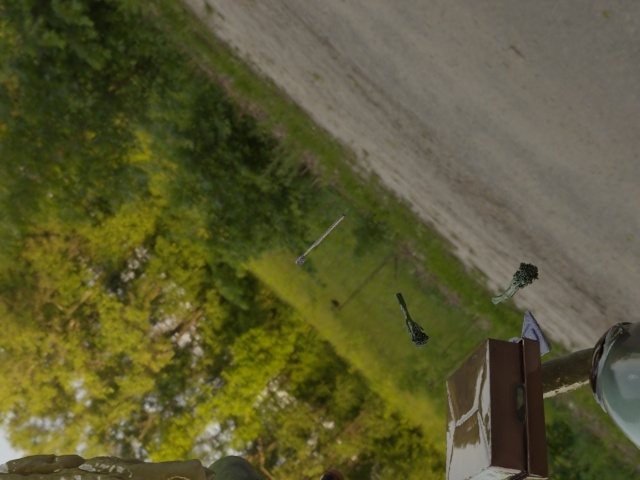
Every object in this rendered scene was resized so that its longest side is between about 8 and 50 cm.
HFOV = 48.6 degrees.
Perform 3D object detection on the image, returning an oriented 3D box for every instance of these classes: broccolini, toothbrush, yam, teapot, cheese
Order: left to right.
[{"bbox_3d":[0.000,0.000,0.936,0.008,0.097,0.006,54,-157,25],"label":"toothbrush"},{"bbox_3d":[0.192,0.164,1.504,0.030,0.035,0.140,21,-142,-42],"label":"broccolini"},{"bbox_3d":[0.452,0.107,1.666,0.054,0.051,0.239,42,162,10],"label":"broccolini"},{"bbox_3d":[0.394,0.226,1.378,0.191,0.042,0.105,100,157,-44],"label":"cheese"},{"bbox_3d":[0.583,0.343,1.772,0.093,0.259,0.093,163,90,-86],"label":"yam"},{"bbox_3d":[0.532,0.238,0.966,0.312,0.233,0.315,14,137,53],"label":"teapot"}]

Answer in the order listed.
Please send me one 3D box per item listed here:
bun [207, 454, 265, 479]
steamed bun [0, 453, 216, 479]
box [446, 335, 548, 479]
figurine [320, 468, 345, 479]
[{"bbox_3d":[-0.131,0.468,1.043,0.283,0.179,0.283,155,90,-84],"label":"bun"},{"bbox_3d":[-0.286,0.347,0.897,0.189,0.428,0.247,-78,-28,-50],"label":"steamed bun"},{"bbox_3d":[0.269,0.284,1.119,0.086,0.215,0.215,11,149,-6],"label":"box"},{"bbox_3d":[-0.023,0.554,1.434,0.133,0.176,0.236,21,180,24],"label":"figurine"}]
